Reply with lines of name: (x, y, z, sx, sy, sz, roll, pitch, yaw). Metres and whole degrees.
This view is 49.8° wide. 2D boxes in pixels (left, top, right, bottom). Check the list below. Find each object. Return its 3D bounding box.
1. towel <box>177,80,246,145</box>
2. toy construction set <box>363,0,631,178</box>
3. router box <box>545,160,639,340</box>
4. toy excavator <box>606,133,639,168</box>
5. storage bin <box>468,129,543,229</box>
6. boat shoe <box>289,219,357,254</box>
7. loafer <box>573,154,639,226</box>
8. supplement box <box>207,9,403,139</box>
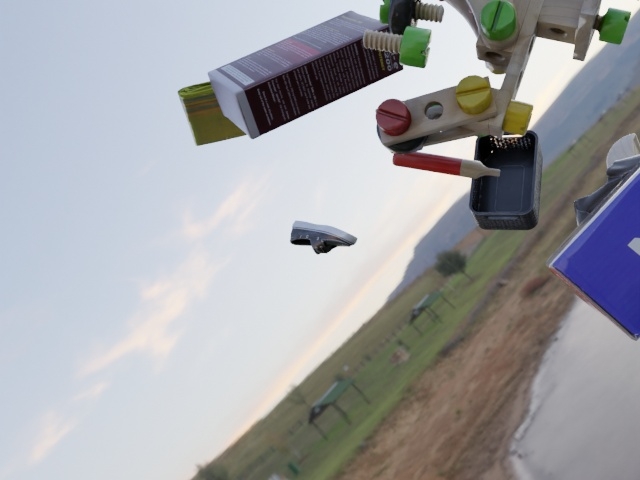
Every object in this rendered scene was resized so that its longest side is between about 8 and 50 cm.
towel: (-0.172, -0.210, 1.140, 0.102, 0.021, 0.237, -12, -9, -7)
toy construction set: (0.199, -0.178, 0.771, 0.308, 0.237, 0.257, 80, -154, -57)
router box: (0.343, -0.072, 0.605, 0.335, 0.082, 0.301, -49, -14, 11)
toy excavator: (0.874, -0.269, 1.426, 0.222, 0.433, 0.445, 43, -108, -43)
storage bin: (0.368, -0.118, 1.361, 0.084, 0.122, 0.180, 42, -126, -59)
boat shoe: (0.000, 0.000, 1.797, 0.080, 0.229, 0.076, 27, -100, -47)
loafer: (0.437, -0.088, 0.958, 0.080, 0.078, 0.220, 3, -38, -46)
supplement box: (-0.021, -0.236, 0.959, 0.239, 0.130, 0.073, -27, -56, -12)
